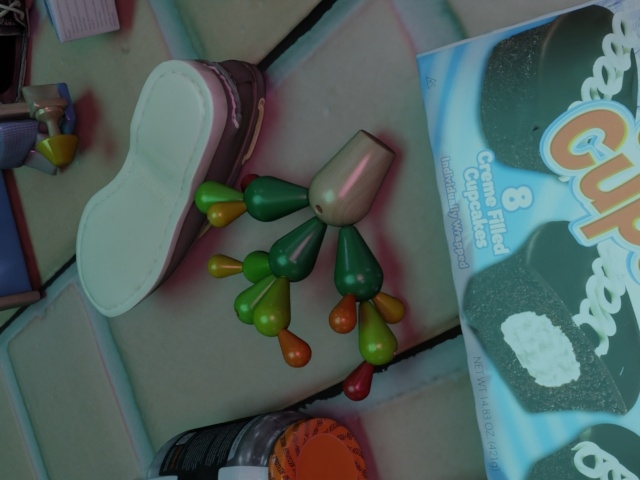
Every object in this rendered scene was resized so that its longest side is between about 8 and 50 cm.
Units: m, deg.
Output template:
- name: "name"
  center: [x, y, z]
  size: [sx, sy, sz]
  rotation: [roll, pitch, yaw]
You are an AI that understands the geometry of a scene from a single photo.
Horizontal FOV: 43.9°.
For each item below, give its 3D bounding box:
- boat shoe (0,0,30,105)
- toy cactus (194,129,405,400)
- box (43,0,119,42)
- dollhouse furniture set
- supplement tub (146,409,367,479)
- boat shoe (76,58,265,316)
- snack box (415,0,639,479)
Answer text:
- name: "boat shoe"
  center: [-0.381, -0.267, 0.949]
  size: [0.070, 0.078, 0.219]
  rotation: [33, 127, 36]
- name: "toy cactus"
  center: [0.000, 0.000, 0.626]
  size: [0.219, 0.112, 0.180]
  rotation: [45, 107, 32]
- name: "box"
  center: [-0.250, -0.342, 0.718]
  size: [0.063, 0.067, 0.323]
  rotation: [53, 156, 42]
- name: "dollhouse furniture set"
  center: [-0.426, -0.026, 0.883]
  size: [0.303, 0.287, 0.198]
  rotation: [-26, 79, 55]
- name: "supplement tub"
  center: [-0.057, 0.211, 0.688]
  size: [0.190, 0.117, 0.116]
  rotation: [-24, 81, 44]
- name: "boat shoe"
  center: [-0.143, -0.041, 0.746]
  size: [0.109, 0.091, 0.305]
  rotation: [46, 127, 14]
- name: "snack box"
  center: [0.171, 0.031, 0.433]
  size: [0.187, 0.060, 0.321]
  rotation: [-12, 85, 29]
